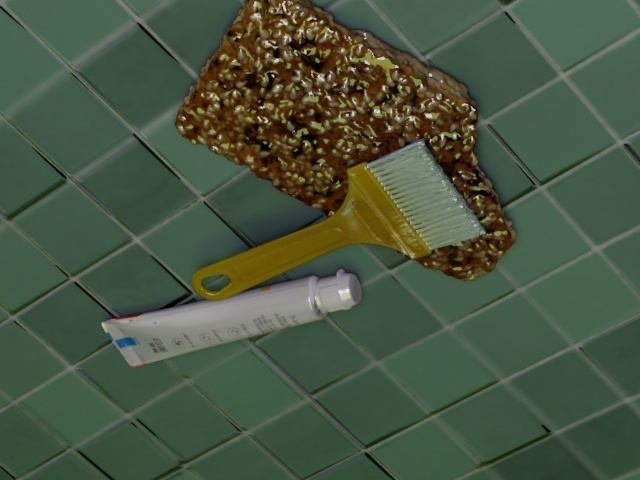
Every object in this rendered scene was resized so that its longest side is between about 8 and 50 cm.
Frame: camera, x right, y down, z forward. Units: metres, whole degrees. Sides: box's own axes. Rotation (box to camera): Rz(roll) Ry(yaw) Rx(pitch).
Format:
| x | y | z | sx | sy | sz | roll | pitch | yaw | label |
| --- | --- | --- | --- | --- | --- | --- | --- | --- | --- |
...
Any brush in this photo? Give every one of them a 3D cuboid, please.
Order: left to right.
| x | y | z | sx | sy | sz | roll | pitch | yaw | label |
| --- | --- | --- | --- | --- | --- | --- | --- | --- | --- |
| 0.000 | 0.000 | 1.114 | 0.205 | 0.011 | 0.083 | -22 | 124 | 27 | brush |

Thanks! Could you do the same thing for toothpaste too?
| x | y | z | sx | sy | sz | roll | pitch | yaw | label |
| --- | --- | --- | --- | --- | --- | --- | --- | --- | --- |
| -0.061 | 0.054 | 1.188 | 0.190 | 0.031 | 0.048 | -14 | 128 | 23 | toothpaste |

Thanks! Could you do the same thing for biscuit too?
| x | y | z | sx | sy | sz | roll | pitch | yaw | label |
| --- | --- | --- | --- | --- | --- | --- | --- | --- | --- |
| 0.035 | -0.061 | 1.080 | 0.236 | 0.026 | 0.131 | 28 | 129 | -13 | biscuit |
